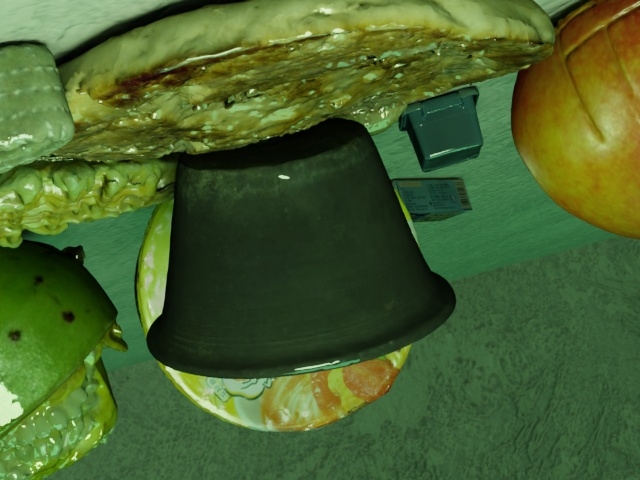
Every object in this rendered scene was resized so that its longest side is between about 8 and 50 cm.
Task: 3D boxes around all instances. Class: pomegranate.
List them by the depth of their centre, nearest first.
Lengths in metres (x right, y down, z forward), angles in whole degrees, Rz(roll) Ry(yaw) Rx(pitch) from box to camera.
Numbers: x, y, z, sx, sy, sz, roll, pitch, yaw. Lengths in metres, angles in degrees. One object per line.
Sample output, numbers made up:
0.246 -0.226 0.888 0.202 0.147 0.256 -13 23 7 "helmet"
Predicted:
-0.325 0.134 1.658 0.340 0.260 0.260 -41 -172 -33 "pomegranate"

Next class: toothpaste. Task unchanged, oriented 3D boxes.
0.108 -0.043 2.226 0.070 0.044 0.193 -20 172 27 "toothpaste"

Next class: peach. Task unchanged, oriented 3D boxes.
0.304 -0.119 1.483 0.274 0.245 0.248 -38 -173 47 "peach"

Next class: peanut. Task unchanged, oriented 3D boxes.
0.033 -0.103 1.565 0.083 0.037 0.037 -21 174 -1 "peanut"

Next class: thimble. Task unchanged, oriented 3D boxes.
-0.202 -0.072 1.103 0.110 0.062 0.084 -20 174 30 "thimble"

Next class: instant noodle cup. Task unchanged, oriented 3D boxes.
-0.057 0.038 1.693 0.264 0.264 0.200 -15 -177 -15 "instant noodle cup"

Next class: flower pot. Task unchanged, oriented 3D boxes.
-0.025 -0.005 1.368 0.235 0.148 0.235 -9 -163 3 "flower pot"

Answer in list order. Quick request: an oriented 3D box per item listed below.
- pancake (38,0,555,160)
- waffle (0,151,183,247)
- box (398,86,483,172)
-0.027 -0.107 1.231 0.356 0.065 0.356 -13 174 -1 "pancake"
-0.208 -0.037 1.420 0.204 0.054 0.223 -17 174 30 "waffle"
0.115 -0.100 1.710 0.074 0.054 0.099 -18 173 -1 "box"
